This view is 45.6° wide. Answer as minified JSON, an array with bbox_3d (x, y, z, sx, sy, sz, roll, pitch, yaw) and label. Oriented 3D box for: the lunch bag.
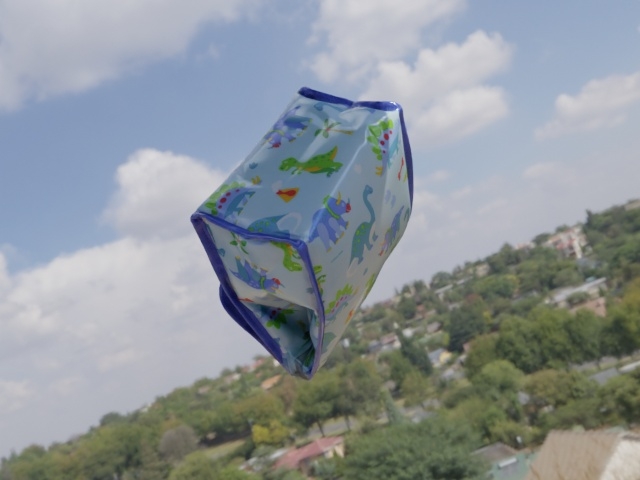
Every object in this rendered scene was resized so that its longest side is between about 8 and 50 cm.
[{"bbox_3d":[0.000,0.000,0.489,0.096,0.151,0.129,16,55,30],"label":"lunch bag"}]
